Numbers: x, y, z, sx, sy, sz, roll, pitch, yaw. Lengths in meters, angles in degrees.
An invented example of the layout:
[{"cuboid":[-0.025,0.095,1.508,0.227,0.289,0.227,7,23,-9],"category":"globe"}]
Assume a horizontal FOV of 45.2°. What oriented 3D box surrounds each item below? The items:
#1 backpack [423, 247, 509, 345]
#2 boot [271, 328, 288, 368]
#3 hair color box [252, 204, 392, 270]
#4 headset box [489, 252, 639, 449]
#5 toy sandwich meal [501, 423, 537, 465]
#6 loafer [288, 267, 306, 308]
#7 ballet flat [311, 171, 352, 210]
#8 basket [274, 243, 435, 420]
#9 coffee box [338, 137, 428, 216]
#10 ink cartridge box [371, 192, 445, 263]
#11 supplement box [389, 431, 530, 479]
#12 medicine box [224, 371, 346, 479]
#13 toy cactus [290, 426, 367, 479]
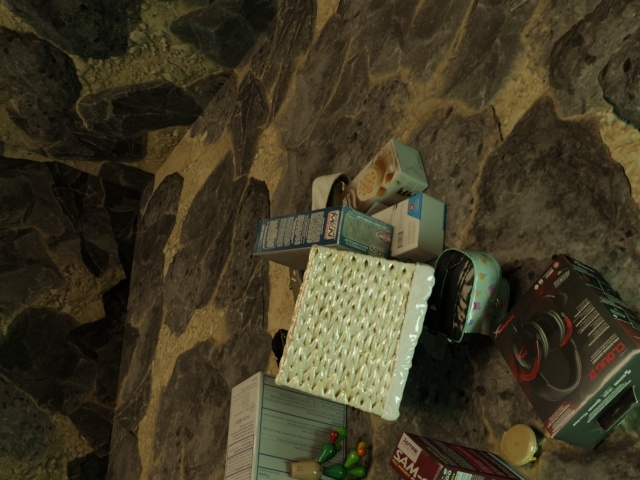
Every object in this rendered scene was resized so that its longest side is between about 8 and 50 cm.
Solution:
[{"cuboid":[0.309,0.111,1.612,0.166,0.145,0.188,-157,69,-66],"category":"backpack"},{"cuboid":[-0.026,0.262,2.030,0.094,0.207,0.246,-48,34,33],"category":"boot"},{"cuboid":[0.000,0.000,1.973,0.347,0.174,0.105,-6,69,49],"category":"hair color box"},{"cuboid":[0.455,0.201,1.348,0.218,0.110,0.293,-54,32,24],"category":"headset box"},{"cuboid":[0.376,0.386,1.448,0.086,0.029,0.085,-34,43,39],"category":"toy sandwich meal"},{"cuboid":[-0.063,0.116,2.306,0.087,0.094,0.251,-44,37,31],"category":"loafer"},{"cuboid":[0.040,-0.043,2.221,0.139,0.139,0.400,-39,38,42],"category":"ballet flat"},{"cuboid":[0.082,0.184,1.688,0.328,0.267,0.331,37,-111,-84],"category":"basket"},{"cuboid":[0.165,-0.134,2.078,0.246,0.098,0.141,-47,35,34],"category":"coffee box"},{"cuboid":[0.212,-0.013,1.931,0.203,0.086,0.148,-25,52,52],"category":"ink cartridge box"},{"cuboid":[0.259,0.427,1.396,0.130,0.240,0.073,29,97,61],"category":"supplement box"},{"cuboid":[-0.084,0.505,1.905,0.149,0.264,0.289,-36,42,45],"category":"medicine box"},{"cuboid":[0.022,0.541,1.788,0.112,0.181,0.218,132,142,-67],"category":"toy cactus"}]
